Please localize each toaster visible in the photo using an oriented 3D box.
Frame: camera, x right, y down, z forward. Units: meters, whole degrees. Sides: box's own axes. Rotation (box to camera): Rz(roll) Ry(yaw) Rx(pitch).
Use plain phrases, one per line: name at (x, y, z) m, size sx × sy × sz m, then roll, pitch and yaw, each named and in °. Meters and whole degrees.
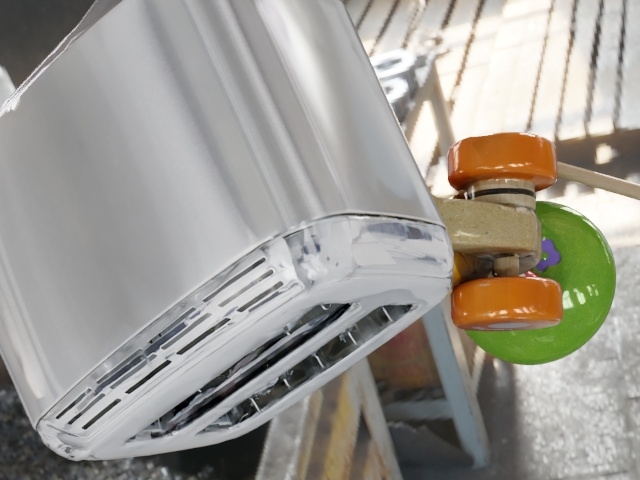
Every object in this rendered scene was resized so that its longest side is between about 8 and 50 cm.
toaster at (-0.046, -0.010, 0.439) m, size 0.227 × 0.146 × 0.129 m, roll -37°, pitch -23°, yaw 28°

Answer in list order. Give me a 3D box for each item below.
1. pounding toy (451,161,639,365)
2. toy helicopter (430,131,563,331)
pounding toy at (0.219, 0.009, 1.139) m, size 0.183 × 0.110 × 0.236 m, roll 26°, pitch 90°, yaw 34°
toy helicopter at (0.000, 0.000, 0.840) m, size 0.355 × 0.140 × 0.235 m, roll 5°, pitch -12°, yaw -23°
